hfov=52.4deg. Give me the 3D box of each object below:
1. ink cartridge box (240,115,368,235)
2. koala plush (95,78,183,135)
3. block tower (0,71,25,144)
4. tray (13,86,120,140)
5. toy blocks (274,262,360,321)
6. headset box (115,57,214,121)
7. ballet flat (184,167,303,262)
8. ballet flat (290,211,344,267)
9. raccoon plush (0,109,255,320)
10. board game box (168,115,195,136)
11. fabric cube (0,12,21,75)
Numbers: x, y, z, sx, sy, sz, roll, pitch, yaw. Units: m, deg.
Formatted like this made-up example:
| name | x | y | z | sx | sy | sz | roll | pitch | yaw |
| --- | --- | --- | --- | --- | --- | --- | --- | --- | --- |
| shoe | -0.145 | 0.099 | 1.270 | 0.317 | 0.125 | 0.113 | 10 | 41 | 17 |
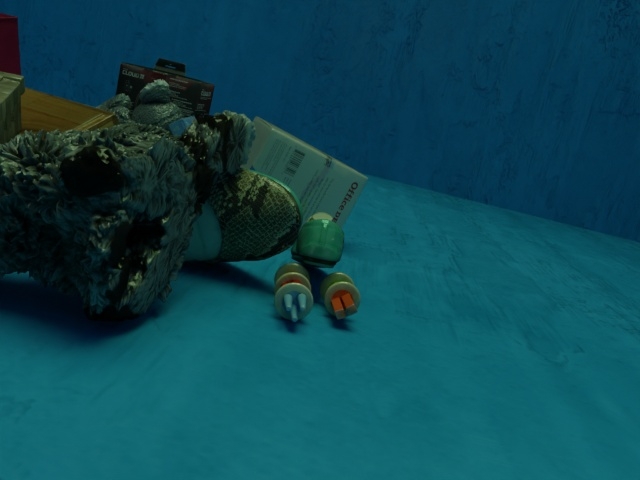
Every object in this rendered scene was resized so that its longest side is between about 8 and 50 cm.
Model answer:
| name | x | y | z | sx | sy | sz | roll | pitch | yaw |
| --- | --- | --- | --- | --- | --- | --- | --- | --- | --- |
| ink cartridge box | -0.058 | -0.120 | 1.345 | 0.233 | 0.171 | 0.168 | 26 | 9 | -23 |
| koala plush | -0.412 | -0.254 | 1.498 | 0.221 | 0.196 | 0.203 | -16 | 13 | 14 |
| block tower | -0.539 | -0.146 | 0.959 | 0.091 | 0.097 | 0.335 | 12 | 36 | -9 |
| tray | -0.582 | -0.206 | 1.203 | 0.411 | 0.076 | 0.203 | 20 | 45 | 29 |
| toy blocks | -0.003 | 0.081 | 0.890 | 0.123 | 0.054 | 0.148 | 12 | 12 | -7 |
| headset box | -0.407 | -0.311 | 1.656 | 0.218 | 0.293 | 0.110 | 15 | 12 | 7 |
| ballet flat | -0.246 | -0.046 | 1.042 | 0.483 | 0.164 | 0.182 | 17 | 33 | 42 |
| ballet flat | 0.000 | 0.000 | 1.051 | 0.083 | 0.087 | 0.247 | 13 | -3 | -4 |
| raccoon plush | -0.299 | -0.061 | 0.795 | 0.299 | 0.216 | 0.446 | 13 | 19 | 12 |
| board game box | -0.254 | -0.164 | 1.410 | 0.039 | 0.211 | 0.160 | -23 | 13 | 3 |
| fabric cube | -0.843 | -0.375 | 1.430 | 0.259 | 0.258 | 0.254 | 20 | 28 | 27 |
